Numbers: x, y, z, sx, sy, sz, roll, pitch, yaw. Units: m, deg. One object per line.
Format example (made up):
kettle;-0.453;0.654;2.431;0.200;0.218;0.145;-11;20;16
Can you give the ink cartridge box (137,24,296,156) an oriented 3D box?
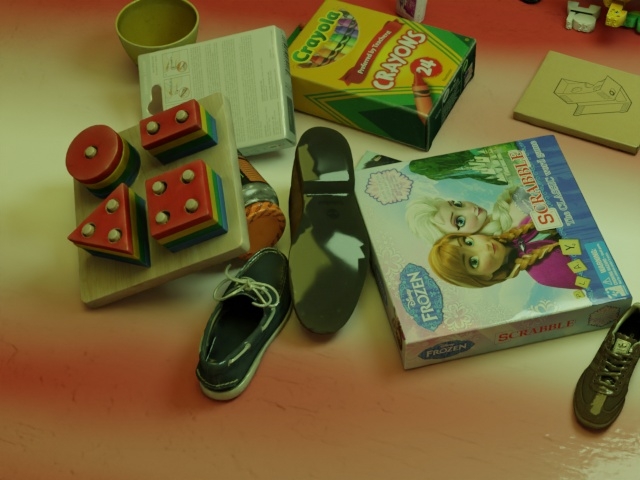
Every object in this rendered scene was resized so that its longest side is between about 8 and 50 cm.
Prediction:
ink cartridge box;-0.159;-0.218;2.104;0.232;0.066;0.189;-11;75;19

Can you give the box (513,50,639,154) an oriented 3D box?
box;0.426;-0.220;2.142;0.201;0.021;0.164;19;51;19

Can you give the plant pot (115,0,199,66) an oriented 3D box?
plant pot;-0.259;-0.320;2.211;0.134;0.095;0.134;-2;48;2

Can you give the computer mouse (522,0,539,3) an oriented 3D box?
computer mouse;0.296;-0.484;2.374;0.071;0.041;0.242;-36;56;-27

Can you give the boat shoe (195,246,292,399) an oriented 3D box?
boat shoe;-0.103;0.096;1.839;0.095;0.079;0.254;16;50;18

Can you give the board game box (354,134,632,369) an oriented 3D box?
board game box;0.227;0.007;1.906;0.318;0.066;0.319;-12;51;-8

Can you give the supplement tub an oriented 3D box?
supplement tub;-0.137;-0.066;1.962;0.117;0.117;0.190;-26;52;-20

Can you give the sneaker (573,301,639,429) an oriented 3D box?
sneaker;0.378;0.157;1.769;0.066;0.071;0.188;18;51;18

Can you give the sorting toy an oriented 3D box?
sorting toy;-0.244;-0.070;1.892;0.255;0.089;0.257;-20;59;17

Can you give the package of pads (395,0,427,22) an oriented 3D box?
package of pads;0.155;-0.409;2.283;0.032;0.083;0.050;-31;57;-29

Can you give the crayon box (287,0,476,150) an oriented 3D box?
crayon box;0.064;-0.275;2.168;0.318;0.081;0.202;18;52;18

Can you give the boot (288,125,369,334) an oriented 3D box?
boot;0.000;0.000;1.921;0.112;0.115;0.305;6;64;-14

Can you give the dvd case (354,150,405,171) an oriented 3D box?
dvd case;0.084;-0.082;2.036;0.087;0.013;0.119;19;53;18

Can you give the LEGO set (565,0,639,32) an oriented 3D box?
LEGO set;0.506;-0.361;2.222;0.227;0.087;0.093;14;50;16
